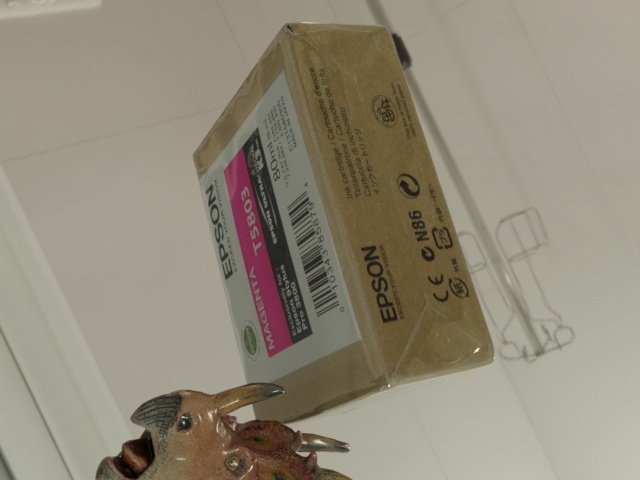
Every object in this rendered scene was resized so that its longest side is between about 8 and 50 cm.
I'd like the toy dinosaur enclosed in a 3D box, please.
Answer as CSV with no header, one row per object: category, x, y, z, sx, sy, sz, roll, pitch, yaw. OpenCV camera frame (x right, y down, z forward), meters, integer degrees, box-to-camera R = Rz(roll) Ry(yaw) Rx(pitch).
toy dinosaur,-0.048,0.169,0.477,0.200,0.127,0.295,-52,171,3

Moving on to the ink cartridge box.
ink cartridge box,0.000,0.000,0.542,0.088,0.235,0.193,-7,163,-31
